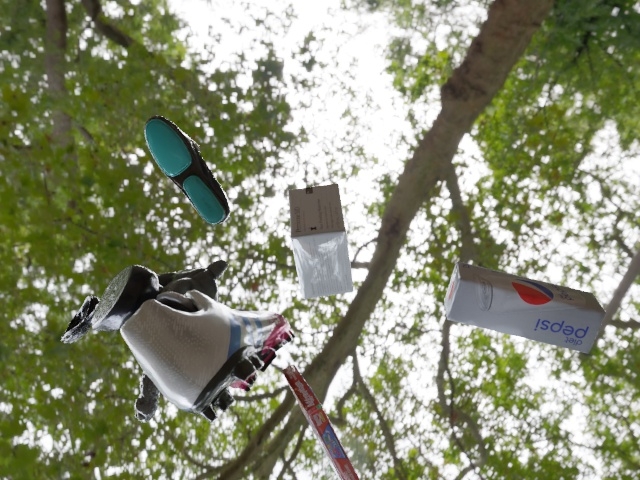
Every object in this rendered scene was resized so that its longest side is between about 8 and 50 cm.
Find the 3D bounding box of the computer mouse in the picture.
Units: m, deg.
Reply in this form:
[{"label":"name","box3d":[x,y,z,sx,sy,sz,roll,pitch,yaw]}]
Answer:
[{"label":"computer mouse","box3d":[-0.239,0.083,0.723,0.041,0.242,0.071,31,-122,-24]}]

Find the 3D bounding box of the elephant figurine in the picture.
[{"label":"elephant figurine","box3d":[-0.253,0.180,1.170,0.185,0.240,0.169,-10,-170,8]}]

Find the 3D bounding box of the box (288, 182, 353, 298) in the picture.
[{"label":"box","box3d":[0.000,0.000,1.418,0.119,0.182,0.181,-8,-141,1]}]

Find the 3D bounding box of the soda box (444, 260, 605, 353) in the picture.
[{"label":"soda box","box3d":[0.397,0.130,1.262,0.286,0.098,0.091,14,-158,2]}]

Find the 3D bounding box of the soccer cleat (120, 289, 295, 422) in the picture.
[{"label":"soccer cleat","box3d":[-0.121,0.108,0.748,0.143,0.331,0.116,41,-90,6]}]

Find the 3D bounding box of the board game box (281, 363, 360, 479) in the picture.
[{"label":"board game box","box3d":[0.024,0.341,1.020,0.027,0.281,0.145,-29,-160,-11]}]

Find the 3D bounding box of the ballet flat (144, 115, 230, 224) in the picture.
[{"label":"ballet flat","box3d":[-0.215,-0.117,1.056,0.203,0.074,0.074,56,-137,-13]}]
